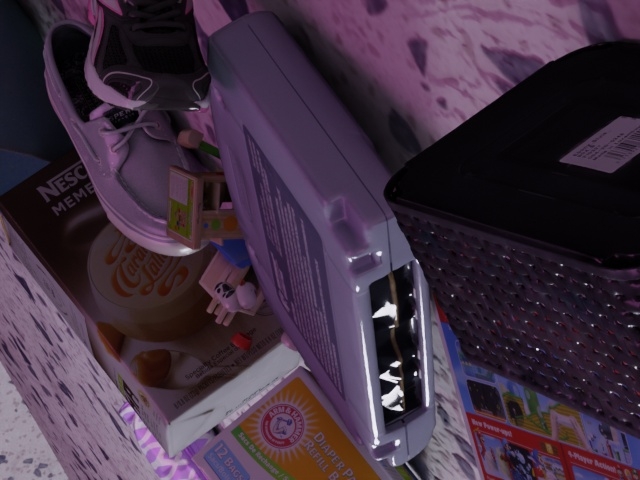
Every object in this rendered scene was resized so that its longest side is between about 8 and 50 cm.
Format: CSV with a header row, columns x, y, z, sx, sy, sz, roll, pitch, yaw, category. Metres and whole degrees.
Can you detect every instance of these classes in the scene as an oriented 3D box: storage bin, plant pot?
x,y,z,sx,sy,sz,roll,pitch,yaw,category
0.122,-0.004,0.599,0.180,0.122,0.084,20,142,62,storage bin
-0.361,-0.145,1.450,0.290,0.290,0.195,134,136,-73,plant pot

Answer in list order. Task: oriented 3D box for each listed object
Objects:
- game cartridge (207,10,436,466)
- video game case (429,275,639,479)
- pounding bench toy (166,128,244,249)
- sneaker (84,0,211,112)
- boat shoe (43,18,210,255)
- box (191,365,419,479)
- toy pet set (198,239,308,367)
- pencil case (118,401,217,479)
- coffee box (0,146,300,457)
x,y,z,sx,sy,sz,roll,pitch,yaw,category
0.000,0.000,1.009,0.196,0.060,0.294,51,164,30,game cartridge
0.149,0.159,0.884,0.204,0.025,0.285,10,118,67,video game case
-0.070,-0.040,1.160,0.052,0.065,0.083,24,114,60,pounding bench toy
-0.106,-0.140,0.945,0.178,0.072,0.077,-118,31,-50,sneaker
-0.157,-0.085,1.258,0.227,0.079,0.081,53,165,29,boat shoe
-0.001,0.177,1.200,0.114,0.103,0.203,50,-179,15,box
-0.030,0.038,1.209,0.122,0.065,0.114,22,-164,-45,toy pet set
-0.149,0.254,1.860,0.206,0.086,0.088,52,175,8,pencil case
-0.144,0.036,1.355,0.246,0.141,0.098,49,162,17,coffee box
